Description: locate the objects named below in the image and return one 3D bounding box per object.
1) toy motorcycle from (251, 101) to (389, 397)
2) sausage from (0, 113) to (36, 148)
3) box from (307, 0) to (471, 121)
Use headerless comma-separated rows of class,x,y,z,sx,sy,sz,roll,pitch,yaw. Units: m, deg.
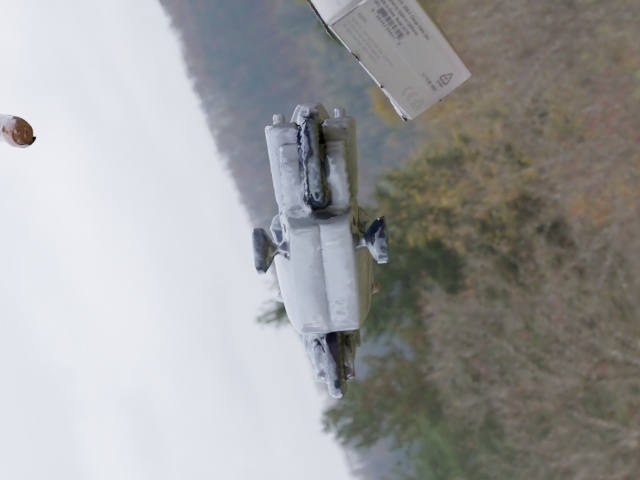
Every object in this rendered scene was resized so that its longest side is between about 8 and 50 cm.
toy motorcycle,0.000,0.000,1.072,0.171,0.110,0.260,-97,0,-61
sausage,-0.419,-0.143,1.603,0.040,0.047,0.176,46,160,-32
box,0.049,-0.290,1.440,0.203,0.106,0.252,40,-163,-48
